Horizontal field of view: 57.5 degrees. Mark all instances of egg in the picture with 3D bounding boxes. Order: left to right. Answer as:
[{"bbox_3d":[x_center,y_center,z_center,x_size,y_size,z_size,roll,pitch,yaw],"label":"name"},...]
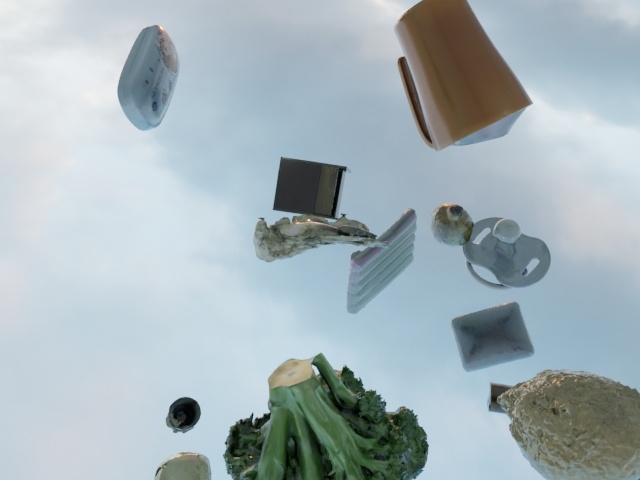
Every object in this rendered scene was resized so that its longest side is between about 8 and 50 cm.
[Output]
[{"bbox_3d":[0.241,0.174,0.545,0.140,0.118,0.116,-16,-152,48],"label":"egg"}]

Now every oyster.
[{"bbox_3d":[0.002,-0.003,0.812,0.199,0.061,0.106,7,-164,-13],"label":"oyster"}]

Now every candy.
[{"bbox_3d":[0.413,0.232,1.409,0.174,0.071,0.138,-18,-110,15],"label":"candy"}]

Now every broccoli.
[{"bbox_3d":[-0.003,0.291,0.850,0.307,0.275,0.308,-16,-161,5],"label":"broccoli"}]

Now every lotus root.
[{"bbox_3d":[0.396,-0.054,1.768,0.138,0.214,0.138,-4,-111,11],"label":"lotus root"}]

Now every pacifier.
[{"bbox_3d":[0.568,0.018,1.820,0.238,0.226,0.287,-39,-126,-14],"label":"pacifier"}]

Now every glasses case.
[{"bbox_3d":[-0.220,-0.214,0.756,0.045,0.067,0.179,-13,-133,15],"label":"glasses case"}]

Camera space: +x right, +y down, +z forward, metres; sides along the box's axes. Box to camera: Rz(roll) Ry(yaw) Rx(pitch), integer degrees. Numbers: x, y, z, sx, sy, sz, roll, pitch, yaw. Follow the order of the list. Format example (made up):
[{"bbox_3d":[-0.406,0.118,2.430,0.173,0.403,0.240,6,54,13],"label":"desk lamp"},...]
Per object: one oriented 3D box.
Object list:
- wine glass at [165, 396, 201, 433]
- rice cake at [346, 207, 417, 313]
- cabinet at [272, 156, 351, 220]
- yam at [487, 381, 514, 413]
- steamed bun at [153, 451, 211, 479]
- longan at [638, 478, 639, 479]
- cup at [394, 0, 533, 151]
[{"bbox_3d":[-0.303,0.388,1.286,0.072,0.155,0.072,6,-112,-15],"label":"wine glass"},{"bbox_3d":[0.133,0.046,1.258,0.198,0.189,0.037,-35,-125,-29],"label":"rice cake"},{"bbox_3d":[-0.022,-0.163,1.897,0.215,0.175,0.148,9,-178,10],"label":"cabinet"},{"bbox_3d":[0.359,0.209,0.671,0.326,0.045,0.045,7,-112,8],"label":"yam"},{"bbox_3d":[-0.269,0.466,1.114,0.090,0.130,0.113,21,-134,-36],"label":"steamed bun"},{"bbox_3d":[0.505,0.463,0.984,0.196,0.220,0.196,-9,-157,4],"label":"longan"},{"bbox_3d":[0.231,-0.286,1.044,0.182,0.264,0.226,-27,-177,-31],"label":"cup"}]
